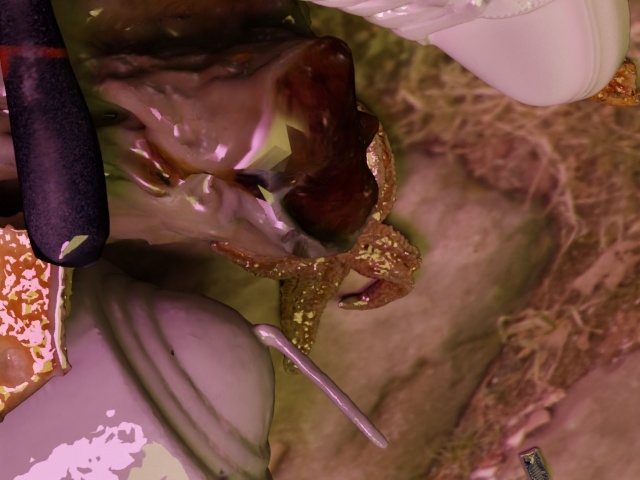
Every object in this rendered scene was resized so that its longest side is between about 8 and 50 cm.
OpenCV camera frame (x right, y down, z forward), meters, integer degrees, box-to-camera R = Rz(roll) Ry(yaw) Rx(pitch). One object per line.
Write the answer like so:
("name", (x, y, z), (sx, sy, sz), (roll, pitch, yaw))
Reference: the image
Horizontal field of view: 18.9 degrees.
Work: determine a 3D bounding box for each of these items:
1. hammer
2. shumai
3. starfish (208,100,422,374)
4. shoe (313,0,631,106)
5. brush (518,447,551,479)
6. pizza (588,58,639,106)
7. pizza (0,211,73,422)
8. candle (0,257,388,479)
("hammer", (-0.163, -0.126, 1.004), (0.137, 0.037, 0.290), (-11, 90, 15))
("shumai", (-0.112, -0.062, 1.074), (0.272, 0.204, 0.222), (-24, 129, 4))
("starfish", (0.002, 0.006, 1.255), (0.150, 0.053, 0.210), (4, 125, -16))
("shoe", (0.018, -0.172, 1.007), (0.363, 0.132, 0.160), (47, 62, -22))
("brush", (0.171, 0.190, 1.471), (0.016, 0.013, 0.084), (-26, 130, -1))
("pizza", (0.181, -0.109, 1.251), (0.083, 0.016, 0.037), (31, 104, -32))
("pizza", (-0.226, 0.064, 1.089), (0.188, 0.080, 0.204), (1, 100, 6))
("candle", (-0.159, 0.141, 1.198), (0.342, 0.221, 0.221), (-37, 128, 5))
